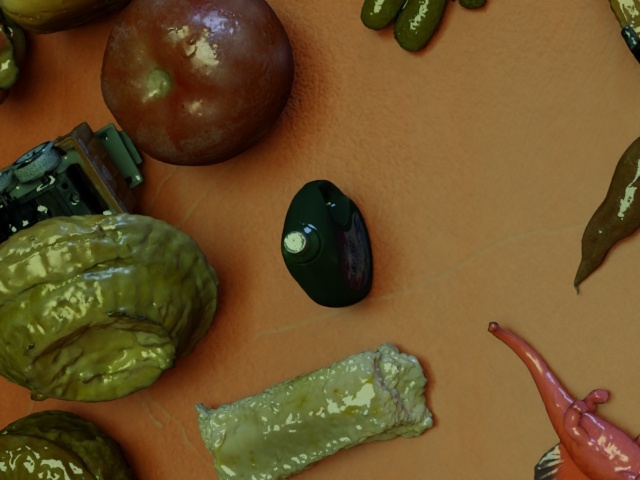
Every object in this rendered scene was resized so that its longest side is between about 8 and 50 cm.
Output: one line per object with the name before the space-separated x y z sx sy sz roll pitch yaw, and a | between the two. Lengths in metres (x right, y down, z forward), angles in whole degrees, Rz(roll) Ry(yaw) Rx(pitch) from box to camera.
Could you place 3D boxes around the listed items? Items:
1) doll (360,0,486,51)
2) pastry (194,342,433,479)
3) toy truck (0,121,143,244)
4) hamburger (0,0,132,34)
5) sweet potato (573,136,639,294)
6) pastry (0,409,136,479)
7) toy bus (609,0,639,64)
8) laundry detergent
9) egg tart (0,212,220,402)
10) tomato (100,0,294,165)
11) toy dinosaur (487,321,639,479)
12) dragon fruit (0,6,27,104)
doll | 0.124 -0.308 1.843 0.137 0.097 0.209 28 98 11
pastry | -0.006 0.198 1.841 0.258 0.089 0.121 -20 93 16
toy truck | -0.365 -0.014 1.916 0.338 0.184 0.133 -27 106 17
hamburger | -0.264 -0.325 1.885 0.244 0.244 0.163 -29 85 12
sweet potato | 0.314 -0.029 1.787 0.056 0.056 0.195 33 100 16
pastry | -0.305 0.314 1.900 0.235 0.132 0.240 30 100 8
toy bus | 0.431 -0.323 1.722 0.323 0.162 0.194 -29 75 13
laundry detergent | 0.000 0.000 1.788 0.063 0.211 0.137 -7 82 16
egg tart | -0.244 0.093 1.817 0.290 0.290 0.115 -27 50 12
tomato | -0.131 -0.186 1.855 0.208 0.184 0.208 8 108 26
toy dinosaur | 0.259 0.221 1.785 0.286 0.070 0.139 39 118 17
dragon fruit | -0.484 -0.272 1.954 0.243 0.227 0.307 -22 95 16
